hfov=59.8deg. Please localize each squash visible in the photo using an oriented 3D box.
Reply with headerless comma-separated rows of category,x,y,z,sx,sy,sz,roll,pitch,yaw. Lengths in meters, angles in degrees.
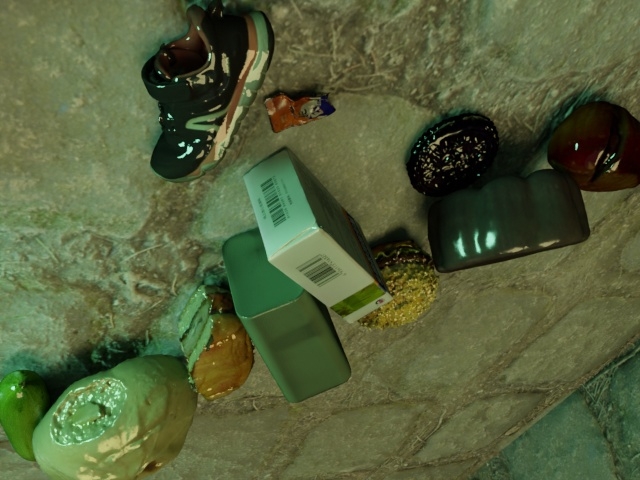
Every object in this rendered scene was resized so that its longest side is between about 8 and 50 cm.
squash,-0.645,0.392,1.229,0.107,0.107,0.395,-5,140,-20

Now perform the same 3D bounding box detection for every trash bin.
trash bin,-0.065,0.148,1.146,0.158,0.223,0.344,-21,139,-2

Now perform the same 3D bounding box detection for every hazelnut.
hazelnut,0.560,-0.185,1.109,0.203,0.178,0.178,16,134,-2

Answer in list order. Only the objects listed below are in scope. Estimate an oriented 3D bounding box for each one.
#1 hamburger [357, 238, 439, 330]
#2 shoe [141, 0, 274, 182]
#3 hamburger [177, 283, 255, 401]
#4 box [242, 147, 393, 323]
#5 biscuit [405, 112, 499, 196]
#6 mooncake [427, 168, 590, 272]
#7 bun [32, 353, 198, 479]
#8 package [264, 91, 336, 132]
hamburger,0.162,0.106,1.264,0.243,0.139,0.261,-34,141,15
shoe,-0.181,-0.197,0.768,0.137,0.114,0.291,9,129,-40
hamburger,-0.222,0.225,1.205,0.245,0.155,0.282,21,119,-46
box,0.000,0.000,1.015,0.106,0.200,0.299,-31,141,12
biscuit,0.255,-0.162,1.070,0.194,0.053,0.195,-13,141,-11
mooncake,0.367,-0.033,1.116,0.305,0.154,0.306,-9,171,-2
bun,-0.428,0.428,1.240,0.364,0.202,0.364,-30,153,-17
package,-0.032,-0.212,0.893,0.110,0.033,0.077,-11,165,7
